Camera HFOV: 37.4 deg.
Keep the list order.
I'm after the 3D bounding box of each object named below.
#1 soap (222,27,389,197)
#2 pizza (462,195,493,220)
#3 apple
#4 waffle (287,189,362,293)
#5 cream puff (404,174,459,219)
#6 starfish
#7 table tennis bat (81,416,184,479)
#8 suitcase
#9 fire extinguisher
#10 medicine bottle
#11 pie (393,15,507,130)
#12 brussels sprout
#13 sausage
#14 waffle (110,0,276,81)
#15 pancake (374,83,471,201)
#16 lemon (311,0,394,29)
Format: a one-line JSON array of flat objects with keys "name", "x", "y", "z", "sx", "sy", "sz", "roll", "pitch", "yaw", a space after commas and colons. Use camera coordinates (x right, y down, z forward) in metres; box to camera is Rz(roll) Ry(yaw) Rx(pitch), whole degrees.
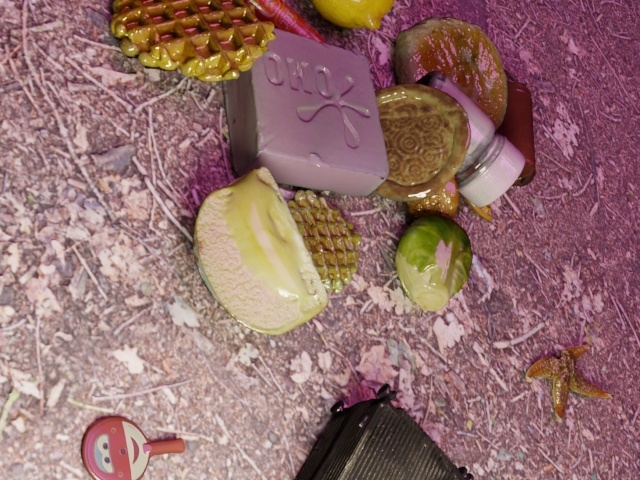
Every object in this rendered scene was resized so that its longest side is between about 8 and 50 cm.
[{"name": "soap", "x": -0.031, "y": -0.234, "z": 1.740, "sx": 0.296, "sy": 0.107, "sz": 0.285, "roll": 6, "pitch": 64, "yaw": -35}, {"name": "pizza", "x": 0.353, "y": -0.108, "z": 2.108, "sx": 0.123, "sy": 0.026, "sz": 0.108, "roll": 47, "pitch": 41, "yaw": -12}, {"name": "apple", "x": -0.120, "y": 0.034, "z": 1.506, "sx": 0.193, "sy": 0.120, "sz": 0.265, "roll": -19, "pitch": 79, "yaw": -35}, {"name": "waffle", "x": 0.000, "y": 0.000, "z": 1.697, "sx": 0.183, "sy": 0.036, "sz": 0.169, "roll": 38, "pitch": 48, "yaw": -22}, {"name": "cream puff", "x": 0.217, "y": -0.098, "z": 1.900, "sx": 0.103, "sy": 0.126, "sz": 0.144, "roll": 6, "pitch": 57, "yaw": -16}, {"name": "starfish", "x": 0.523, "y": 0.307, "z": 2.023, "sx": 0.247, "sy": 0.050, "sz": 0.138, "roll": -14, "pitch": 78, "yaw": -40}, {"name": "table tennis bat", "x": -0.257, "y": 0.289, "z": 1.301, "sx": 0.154, "sy": 0.019, "sz": 0.098, "roll": 4, "pitch": 65, "yaw": -40}, {"name": "suitcase", "x": 0.069, "y": 0.421, "z": 1.446, "sx": 0.229, "sy": 0.152, "sz": 0.335, "roll": 48, "pitch": 45, "yaw": -11}, {"name": "fire extinguisher", "x": 0.432, "y": -0.292, "z": 2.242, "sx": 0.147, "sy": 0.106, "sz": 0.337, "roll": 12, "pitch": 55, "yaw": -11}, {"name": "medicine bottle", "x": 0.283, "y": -0.211, "z": 1.983, "sx": 0.273, "sy": 0.165, "sz": 0.165, "roll": 42, "pitch": 45, "yaw": -15}, {"name": "pie", "x": 0.306, "y": -0.369, "z": 2.144, "sx": 0.323, "sy": 0.070, "sz": 0.323, "roll": 12, "pitch": 66, "yaw": -28}, {"name": "brussels sprout", "x": 0.217, "y": 0.038, "z": 1.811, "sx": 0.181, "sy": 0.143, "sz": 0.161, "roll": -66, "pitch": 154, "yaw": -48}, {"name": "sausage", "x": -0.079, "y": -0.421, "z": 1.834, "sx": 0.274, "sy": 0.074, "sz": 0.074, "roll": 38, "pitch": 46, "yaw": -24}, {"name": "waffle", "x": -0.214, "y": -0.389, "z": 1.618, "sx": 0.281, "sy": 0.058, "sz": 0.301, "roll": 3, "pitch": 56, "yaw": -14}, {"name": "pancake", "x": 0.169, "y": -0.194, "z": 1.851, "sx": 0.031, "sy": 0.250, "sz": 0.250, "roll": 48, "pitch": 24, "yaw": -74}, {"name": "lemon", "x": 0.061, "y": -0.538, "z": 1.953, "sx": 0.187, "sy": 0.187, "sz": 0.244, "roll": -17, "pitch": 76, "yaw": -47}]
